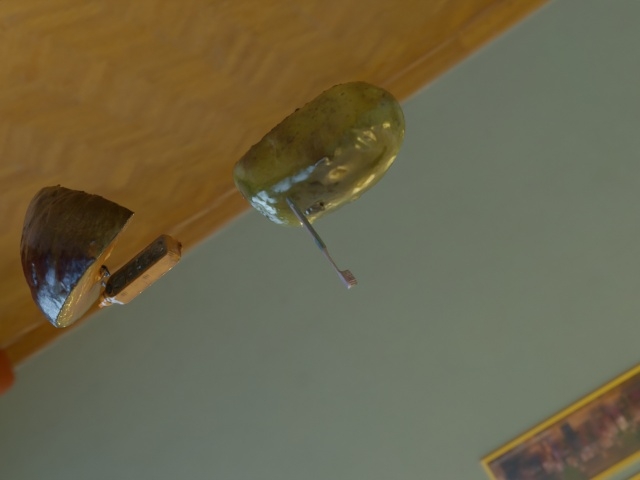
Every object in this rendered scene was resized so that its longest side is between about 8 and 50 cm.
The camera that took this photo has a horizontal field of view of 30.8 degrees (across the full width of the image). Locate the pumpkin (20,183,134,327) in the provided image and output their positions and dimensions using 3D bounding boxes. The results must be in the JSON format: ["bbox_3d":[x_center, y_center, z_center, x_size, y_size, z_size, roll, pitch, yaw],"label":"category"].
[{"bbox_3d":[-0.407,0.018,1.757,0.148,0.169,0.312,-52,180,-36],"label":"pumpkin"}]

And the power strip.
[{"bbox_3d":[-0.285,0.052,1.807,0.178,0.049,0.028,-37,139,22],"label":"power strip"}]

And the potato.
[{"bbox_3d":[0.008,-0.106,1.670,0.272,0.160,0.111,-35,-155,13],"label":"potato"}]

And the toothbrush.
[{"bbox_3d":[0.000,0.000,1.416,0.014,0.167,0.011,-20,140,-20],"label":"toothbrush"}]
